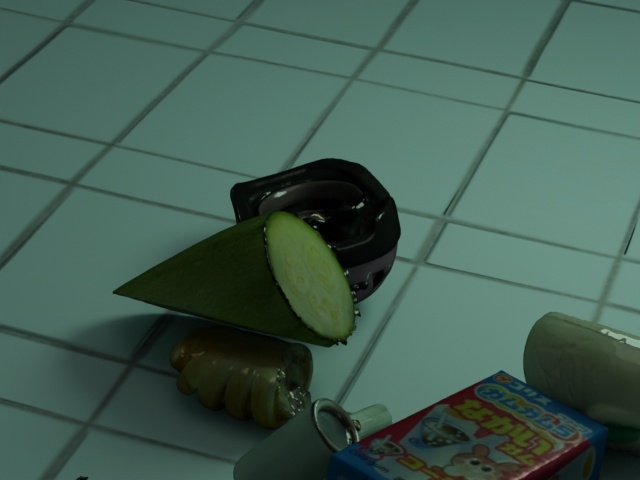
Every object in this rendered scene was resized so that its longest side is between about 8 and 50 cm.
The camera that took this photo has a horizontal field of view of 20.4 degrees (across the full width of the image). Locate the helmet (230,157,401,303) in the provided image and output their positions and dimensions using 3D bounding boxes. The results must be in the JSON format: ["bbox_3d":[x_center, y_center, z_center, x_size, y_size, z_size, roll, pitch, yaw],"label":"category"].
[{"bbox_3d":[0.000,0.000,2.258,0.198,0.154,0.253,-18,17,-19],"label":"helmet"}]

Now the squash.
[{"bbox_3d":[-0.108,0.089,2.097,0.260,0.189,0.189,-28,20,25],"label":"squash"}]

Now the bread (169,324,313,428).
[{"bbox_3d":[-0.087,0.155,2.041,0.177,0.084,0.119,17,30,20],"label":"bread"}]

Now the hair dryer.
[{"bbox_3d":[0.009,0.216,1.947,0.073,0.131,0.236,56,27,7],"label":"hair dryer"}]

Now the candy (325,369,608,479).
[{"bbox_3d":[0.156,0.249,1.871,0.157,0.100,0.306,27,29,34],"label":"candy"}]

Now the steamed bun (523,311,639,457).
[{"bbox_3d":[0.331,0.169,2.006,0.228,0.130,0.177,18,-6,36],"label":"steamed bun"}]

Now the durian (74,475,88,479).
[{"bbox_3d":[-0.284,0.293,1.792,0.140,0.071,0.110,-29,4,-22],"label":"durian"}]
